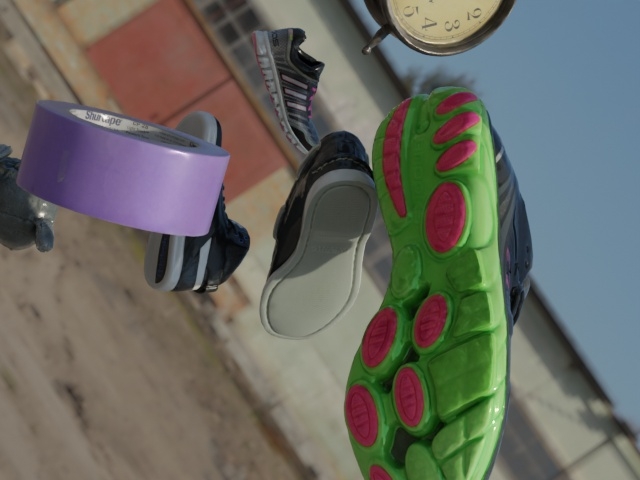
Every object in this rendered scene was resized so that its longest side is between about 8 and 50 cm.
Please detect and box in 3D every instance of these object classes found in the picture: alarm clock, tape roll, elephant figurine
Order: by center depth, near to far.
[{"bbox_3d":[0.114,-0.223,1.328,0.064,0.192,0.129,-131,-147,-56],"label":"alarm clock"},{"bbox_3d":[-0.185,-0.069,1.540,0.189,0.080,0.189,15,9,-2],"label":"tape roll"},{"bbox_3d":[-0.475,-0.079,2.181,0.239,0.169,0.186,22,-24,-23],"label":"elephant figurine"}]

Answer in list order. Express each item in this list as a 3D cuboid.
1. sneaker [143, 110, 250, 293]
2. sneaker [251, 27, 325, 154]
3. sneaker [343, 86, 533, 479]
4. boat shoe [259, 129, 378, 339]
[{"bbox_3d":[-0.131,-0.044,1.929,0.121,0.217,0.079,5,16,-43],"label":"sneaker"},{"bbox_3d":[-0.024,-0.187,2.004,0.063,0.075,0.170,-92,162,-68],"label":"sneaker"},{"bbox_3d":[0.151,0.072,1.700,0.202,0.185,0.483,37,52,-46],"label":"sneaker"},{"bbox_3d":[0.000,0.000,1.914,0.302,0.114,0.091,118,-24,-44],"label":"boat shoe"}]
